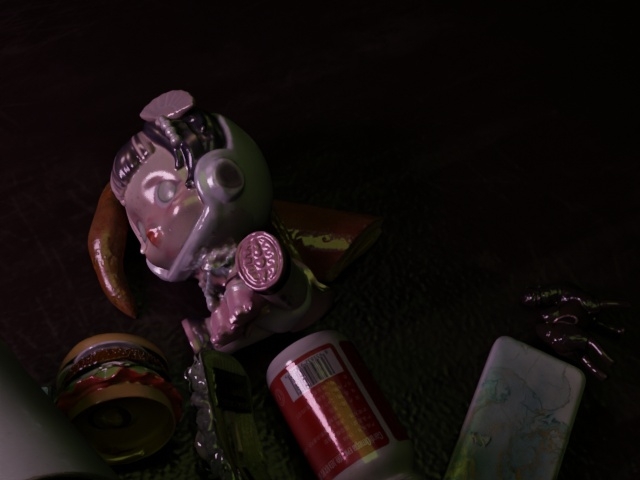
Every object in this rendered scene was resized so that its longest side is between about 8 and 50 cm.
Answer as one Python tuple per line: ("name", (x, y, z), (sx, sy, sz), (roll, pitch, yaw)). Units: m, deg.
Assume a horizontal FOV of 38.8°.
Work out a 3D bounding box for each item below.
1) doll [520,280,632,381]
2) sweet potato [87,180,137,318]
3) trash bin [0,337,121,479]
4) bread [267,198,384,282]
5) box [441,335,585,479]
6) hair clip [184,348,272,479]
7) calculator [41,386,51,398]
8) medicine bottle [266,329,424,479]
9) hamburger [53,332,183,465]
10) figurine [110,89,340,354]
("doll", (0.371, 0.117, 1.349), (0.165, 0.057, 0.139), (22, 51, 20))
("sweet potato", (-0.306, -0.007, 1.354), (0.078, 0.058, 0.255), (10, 60, -24))
("trash bin", (-0.391, 0.262, 0.979), (0.280, 0.280, 0.432), (-38, 37, -25))
("bread", (0.000, -0.001, 1.375), (0.192, 0.067, 0.119), (6, 58, -2))
("box", (0.264, 0.274, 1.253), (0.142, 0.044, 0.285), (25, 60, 4))
("hair clip", (-0.105, 0.300, 1.159), (0.091, 0.138, 0.321), (-35, 62, 18))
("calculator", (-0.450, 0.226, 1.219), (0.172, 0.018, 0.057), (-2, 58, -6))
("medicine bottle", (0.035, 0.248, 1.191), (0.131, 0.131, 0.250), (-23, 64, -18))
("hamburger", (-0.264, 0.194, 1.178), (0.175, 0.175, 0.137), (-8, 47, -11))
("figurine", (-0.153, -0.015, 1.289), (0.211, 0.253, 0.361), (-4, 56, -56))
